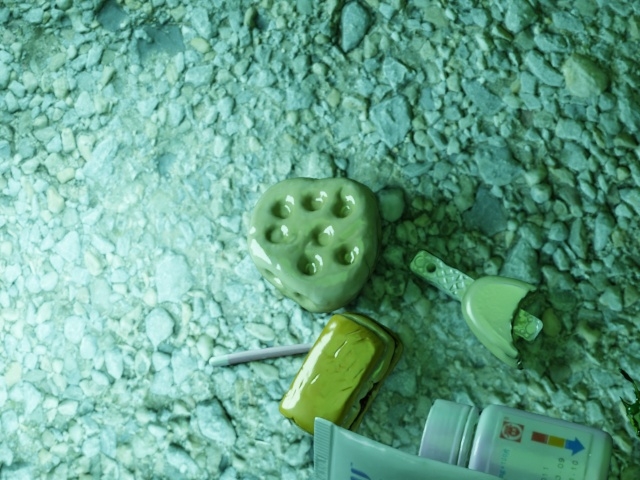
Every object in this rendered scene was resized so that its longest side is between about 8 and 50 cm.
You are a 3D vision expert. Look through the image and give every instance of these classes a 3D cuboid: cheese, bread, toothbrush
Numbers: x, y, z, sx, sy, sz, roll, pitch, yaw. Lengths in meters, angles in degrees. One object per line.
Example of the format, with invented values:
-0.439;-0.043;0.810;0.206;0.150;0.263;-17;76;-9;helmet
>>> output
0.000;0.000;1.735;0.218;0.117;0.235;-30;65;-4;cheese
0.032;0.205;1.663;0.116;0.077;0.200;29;83;20;bread
0.238;0.089;1.693;0.235;0.050;0.127;30;79;21;cheese
-0.035;0.168;1.727;0.286;0.020;0.025;-9;59;6;toothbrush

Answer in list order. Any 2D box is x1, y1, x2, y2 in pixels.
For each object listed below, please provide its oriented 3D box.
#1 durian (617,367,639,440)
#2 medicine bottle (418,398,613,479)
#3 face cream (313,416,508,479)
0.529;0.330;1.506;0.106;0.132;0.375;-31;71;11;durian
0.270;0.312;1.544;0.254;0.152;0.152;11;71;15;medicine bottle
0.179;0.387;1.480;0.420;0.235;0.137;13;31;26;face cream
